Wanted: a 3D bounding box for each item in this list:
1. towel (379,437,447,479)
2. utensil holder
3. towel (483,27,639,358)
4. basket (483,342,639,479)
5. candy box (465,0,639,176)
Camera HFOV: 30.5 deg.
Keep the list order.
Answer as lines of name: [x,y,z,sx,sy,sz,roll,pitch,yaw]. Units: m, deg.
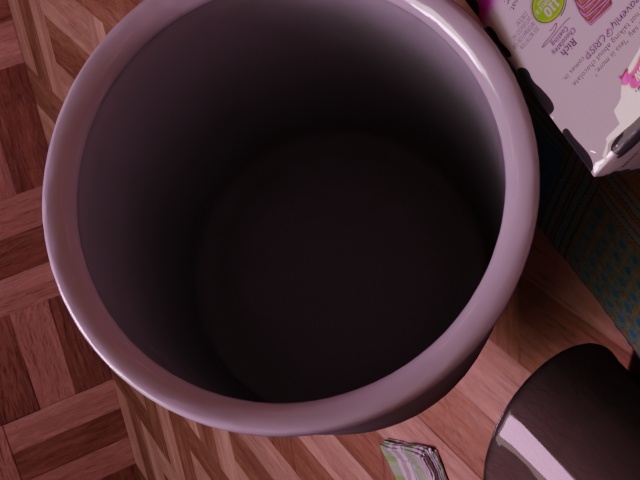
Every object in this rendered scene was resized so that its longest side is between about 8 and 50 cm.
towel: [0.125,0.312,1.500,0.113,0.023,0.152,70,159,-2]
utensil holder: [0.000,0.000,0.942,0.328,0.327,0.385,63,-179,14]
towel: [0.235,-0.049,0.857,0.370,0.040,0.271,56,156,25]
basket: [0.258,0.220,0.914,0.227,0.154,0.204,42,154,42]
candy box: [0.177,-0.179,0.744,0.159,0.071,0.233,-50,60,39]
